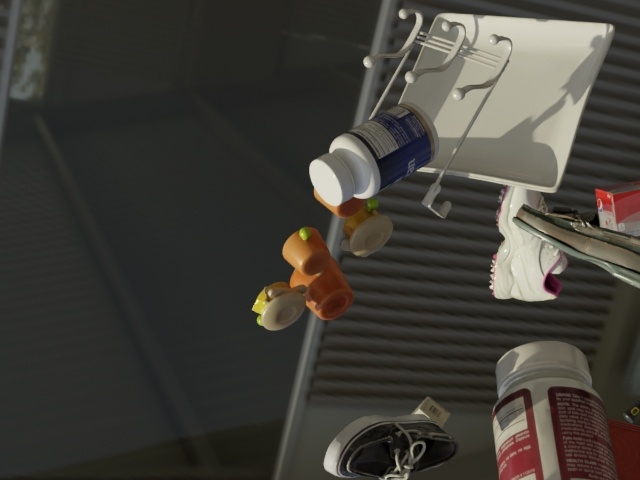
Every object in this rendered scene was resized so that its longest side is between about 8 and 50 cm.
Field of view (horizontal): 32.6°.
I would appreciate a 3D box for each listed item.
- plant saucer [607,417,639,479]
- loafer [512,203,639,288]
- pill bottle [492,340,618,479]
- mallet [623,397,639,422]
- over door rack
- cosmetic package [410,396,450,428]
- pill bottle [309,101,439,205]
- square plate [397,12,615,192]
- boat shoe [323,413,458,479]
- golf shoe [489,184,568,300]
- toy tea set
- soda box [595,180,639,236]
[{"bbox_3d":[0.676,0.505,2.595,0.259,0.048,0.258,14,-145,10],"label":"plant saucer"},{"bbox_3d":[0.426,-0.004,1.665,0.267,0.084,0.096,28,-171,23],"label":"loafer"},{"bbox_3d":[0.450,0.406,2.109,0.224,0.224,0.392,10,-131,-10],"label":"pill bottle"},{"bbox_3d":[0.500,0.189,1.577,0.189,0.039,0.062,-31,-109,-15],"label":"mallet"},{"bbox_3d":[0.168,-0.230,1.894,0.108,0.324,0.239,13,-168,-45],"label":"over door rack"},{"bbox_3d":[0.203,0.365,2.169,0.060,0.115,0.041,39,-132,4],"label":"cosmetic package"},{"bbox_3d":[0.072,-0.114,1.492,0.169,0.094,0.094,-30,-143,-25],"label":"pill bottle"},{"bbox_3d":[0.307,-0.245,1.920,0.344,0.347,0.049,11,155,31],"label":"square plate"},{"bbox_3d":[0.137,0.387,1.983,0.105,0.113,0.306,27,-168,39],"label":"boat shoe"},{"bbox_3d":[0.391,-0.017,1.999,0.140,0.306,0.115,14,-140,21],"label":"golf shoe"},{"bbox_3d":[0.000,0.000,1.863,0.200,0.336,0.124,3,-144,-42],"label":"toy tea set"},{"bbox_3d":[0.624,-0.069,1.907,0.263,0.083,0.092,-10,-170,-4],"label":"soda box"}]
